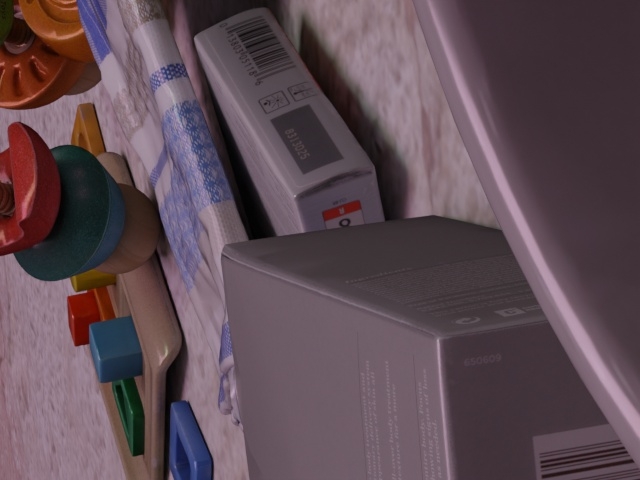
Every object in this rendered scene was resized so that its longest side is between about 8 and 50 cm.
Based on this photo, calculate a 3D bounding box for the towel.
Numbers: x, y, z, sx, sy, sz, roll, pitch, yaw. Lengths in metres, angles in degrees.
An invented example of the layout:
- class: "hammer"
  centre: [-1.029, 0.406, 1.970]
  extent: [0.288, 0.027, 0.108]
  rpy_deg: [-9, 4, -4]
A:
- class: "towel"
  centre: [-0.079, -0.046, 1.004]
  extent: [0.209, 0.034, 0.285]
  rpy_deg: [106, 144, -77]

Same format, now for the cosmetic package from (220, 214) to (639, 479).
- class: "cosmetic package"
  centre: [0.046, 0.066, 0.674]
  extent: [0.238, 0.107, 0.127]
  rpy_deg: [-153, 55, -72]

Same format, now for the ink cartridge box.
- class: "ink cartridge box"
  centre: [0.000, 0.000, 0.913]
  extent: [0.145, 0.045, 0.179]
  rpy_deg: [-121, 9, -48]

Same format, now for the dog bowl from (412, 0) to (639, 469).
- class: "dog bowl"
  centre: [0.112, -0.055, 0.295]
  extent: [0.349, 0.102, 0.348]
  rpy_deg: [58, 160, 34]

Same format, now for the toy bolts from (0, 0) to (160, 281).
- class: "toy bolts"
  centre: [-0.148, -0.089, 1.232]
  extent: [0.218, 0.158, 0.228]
  rpy_deg: [-14, 71, 33]

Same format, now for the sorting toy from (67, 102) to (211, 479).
- class: "sorting toy"
  centre: [-0.149, 0.063, 1.367]
  extent: [0.196, 0.047, 0.347]
  rpy_deg: [104, 152, -51]
